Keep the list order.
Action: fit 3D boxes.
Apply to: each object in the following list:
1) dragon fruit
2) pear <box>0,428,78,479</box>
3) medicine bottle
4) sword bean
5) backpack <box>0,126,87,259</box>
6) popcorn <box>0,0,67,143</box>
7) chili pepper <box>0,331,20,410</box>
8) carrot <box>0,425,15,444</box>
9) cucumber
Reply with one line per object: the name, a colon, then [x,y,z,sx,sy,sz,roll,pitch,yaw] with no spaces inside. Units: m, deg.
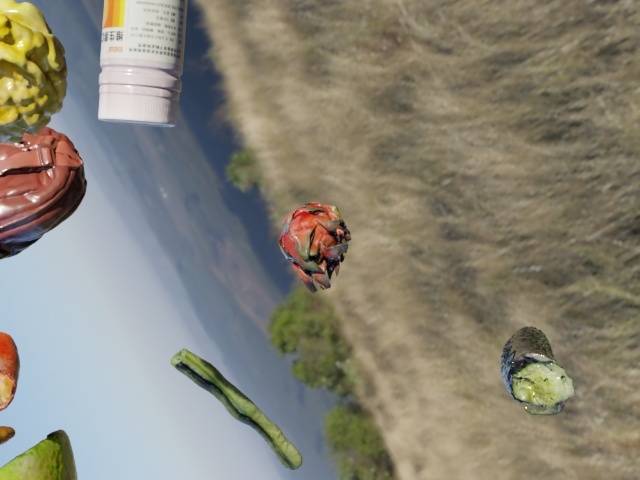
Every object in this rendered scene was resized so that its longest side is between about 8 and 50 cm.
dragon fruit: [-0.006,0.003,1.829,0.130,0.121,0.142,56,-171,-23]
pear: [-0.459,0.445,1.467,0.165,0.399,0.399,50,172,5]
medicine bottle: [-0.279,-0.308,1.713,0.133,0.133,0.250,-158,72,-78]
sword bean: [-0.124,0.264,1.689,0.269,0.043,0.038,45,-171,-14]
backpack: [-0.424,-0.075,1.480,0.229,0.229,0.139,52,161,49]
popcorn: [-0.352,-0.189,1.145,0.180,0.179,0.170,94,-176,-77]
chili pepper: [-0.443,0.162,1.442,0.086,0.084,0.192,29,-169,-20]
carrot: [-0.538,0.299,1.562,0.247,0.043,0.043,-6,-121,-55]
cucumber: [0.228,0.137,1.185,0.067,0.067,0.245,60,-174,0]
